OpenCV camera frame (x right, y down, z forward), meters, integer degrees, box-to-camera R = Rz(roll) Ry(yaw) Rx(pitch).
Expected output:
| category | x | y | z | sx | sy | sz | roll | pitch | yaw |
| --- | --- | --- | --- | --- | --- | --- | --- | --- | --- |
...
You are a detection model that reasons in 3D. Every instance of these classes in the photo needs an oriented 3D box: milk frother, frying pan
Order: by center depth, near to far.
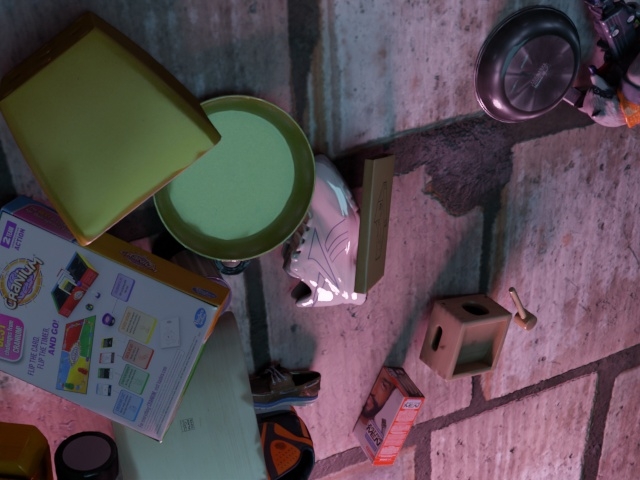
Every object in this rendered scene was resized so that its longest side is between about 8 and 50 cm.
| category | x | y | z | sx | sy | sz | roll | pitch | yaw |
| --- | --- | --- | --- | --- | --- | --- | --- | --- | --- |
| milk frother | -0.159 | 0.048 | 1.343 | 0.143 | 0.134 | 0.129 | -32 | 133 | -4 |
| frying pan | 0.372 | -0.237 | 1.483 | 0.197 | 0.053 | 0.326 | -39 | 127 | 2 |

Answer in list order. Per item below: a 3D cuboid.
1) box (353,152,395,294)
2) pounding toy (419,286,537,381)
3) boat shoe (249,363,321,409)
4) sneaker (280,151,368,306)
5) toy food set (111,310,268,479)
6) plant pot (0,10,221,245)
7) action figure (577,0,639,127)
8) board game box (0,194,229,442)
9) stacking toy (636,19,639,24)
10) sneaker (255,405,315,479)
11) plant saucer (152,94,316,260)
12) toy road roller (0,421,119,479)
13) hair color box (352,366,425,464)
| category | x | y | z | sx | sy | sz | roll | pitch | yaw |
| --- | --- | --- | --- | --- | --- | --- | --- | --- | --- |
| box | 0.084 | -0.030 | 1.376 | 0.021 | 0.164 | 0.201 | 7 | 100 | 13 |
| pounding toy | 0.303 | 0.148 | 1.683 | 0.206 | 0.094 | 0.181 | -6 | 119 | -35 |
| boat shoe | -0.078 | 0.250 | 1.575 | 0.183 | 0.066 | 0.066 | 5 | 114 | -41 |
| sneaker | 0.000 | 0.000 | 1.415 | 0.129 | 0.111 | 0.297 | -15 | 126 | -10 |
| toy food set | -0.217 | 0.284 | 1.431 | 0.220 | 0.092 | 0.306 | -12 | 93 | -12 |
| plant pot | -0.278 | -0.157 | 1.111 | 0.212 | 0.212 | 0.187 | -38 | 118 | 1 |
| action figure | 0.545 | -0.304 | 1.404 | 0.330 | 0.178 | 0.341 | -38 | 136 | 17 |
| board game box | -0.316 | 0.111 | 1.247 | 0.317 | 0.064 | 0.242 | 25 | 112 | -2 |
| stacking toy | 0.625 | -0.408 | 1.489 | 0.221 | 0.052 | 0.167 | 13 | 115 | -32 |
| sneaker | -0.159 | 0.394 | 1.548 | 0.321 | 0.180 | 0.124 | -19 | 129 | -15 |
| plant saucer | -0.126 | -0.090 | 1.295 | 0.241 | 0.037 | 0.240 | -5 | 104 | -19 |
| toy road roller | -0.451 | 0.418 | 1.319 | 0.330 | 0.240 | 0.202 | 7 | 122 | 2 |
| hair color box | 0.128 | 0.334 | 1.712 | 0.053 | 0.093 | 0.167 | 7 | 117 | -31 |
